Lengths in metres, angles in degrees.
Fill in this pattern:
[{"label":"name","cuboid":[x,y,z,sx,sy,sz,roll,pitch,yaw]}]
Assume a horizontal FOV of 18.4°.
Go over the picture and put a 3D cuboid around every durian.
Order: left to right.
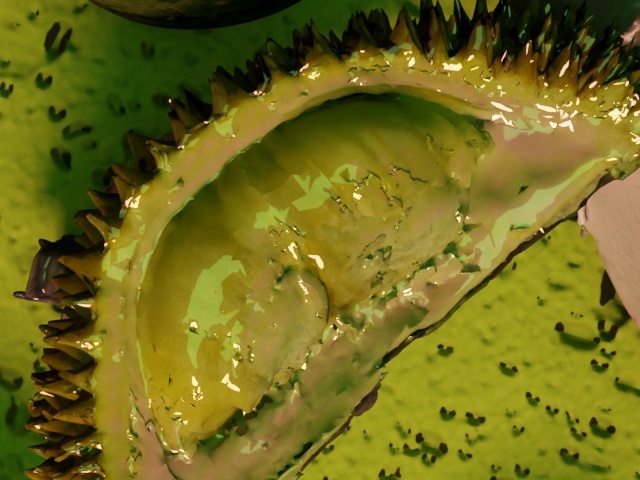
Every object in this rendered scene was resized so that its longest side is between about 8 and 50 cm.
[{"label":"durian","cuboid":[0.000,0.000,0.891,0.352,0.158,0.169,-38,81,-14]}]

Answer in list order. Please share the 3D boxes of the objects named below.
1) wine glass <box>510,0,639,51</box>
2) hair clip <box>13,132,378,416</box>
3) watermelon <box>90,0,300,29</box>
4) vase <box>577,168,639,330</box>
[{"label":"wine glass","cuboid":[0.107,-0.206,0.969,0.126,0.126,0.241,-33,102,-7]},{"label":"hair clip","cuboid":[-0.062,0.017,0.999,0.187,0.056,0.146,2,95,-22]},{"label":"watermelon","cuboid":[-0.045,-0.197,0.901,0.215,0.188,0.188,-40,103,-3]},{"label":"vase","cuboid":[0.355,-0.076,0.989,0.445,0.250,0.250,-32,102,-13]}]
